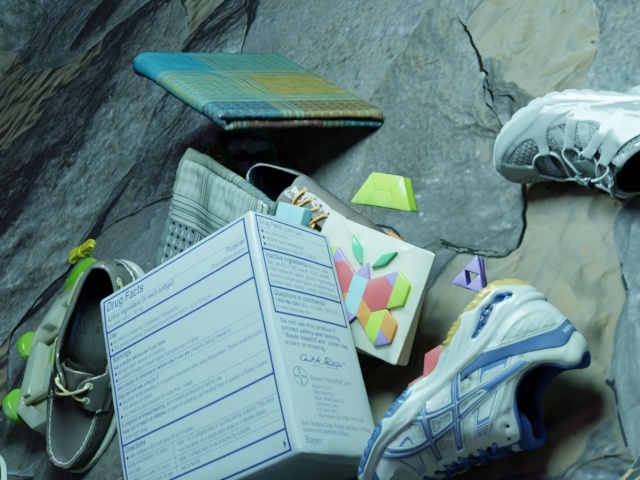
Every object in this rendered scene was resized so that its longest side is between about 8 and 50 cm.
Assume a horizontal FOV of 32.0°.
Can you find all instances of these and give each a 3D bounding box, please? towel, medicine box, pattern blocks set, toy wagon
[{"bbox_3d":[-0.106,-0.228,1.695,0.370,0.271,0.040,39,127,55],"label":"towel"},{"bbox_3d":[-0.100,0.156,1.289,0.263,0.149,0.289,-29,61,31],"label":"medicine box"},{"bbox_3d":[0.050,0.061,1.306,0.324,0.026,0.286,2,81,40],"label":"pattern blocks set"},{"bbox_3d":[-0.171,0.050,1.561,0.324,0.056,0.312,33,113,59],"label":"towel"},{"bbox_3d":[-0.395,0.148,1.834,0.267,0.068,0.345,-29,40,29],"label":"toy wagon"}]

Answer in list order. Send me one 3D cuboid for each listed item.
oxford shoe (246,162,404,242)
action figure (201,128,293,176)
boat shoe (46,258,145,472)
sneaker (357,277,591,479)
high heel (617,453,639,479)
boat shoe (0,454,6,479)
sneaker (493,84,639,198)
[{"bbox_3d":[0.000,0.000,1.443,0.130,0.132,0.363,-52,34,0],"label":"oxford shoe"},{"bbox_3d":[-0.132,-0.134,1.750,0.063,0.137,0.232,-32,18,-20],"label":"action figure"},{"bbox_3d":[-0.342,0.183,1.632,0.116,0.096,0.325,17,90,16],"label":"boat shoe"},{"bbox_3d":[0.150,0.186,1.121,0.131,0.111,0.297,40,107,30],"label":"sneaker"},{"bbox_3d":[0.250,0.207,0.991,0.186,0.093,0.261,12,78,47],"label":"high heel"},{"bbox_3d":[-0.560,0.403,1.775,0.109,0.091,0.305,-50,34,3],"label":"boat shoe"},{"bbox_3d":[0.301,-0.097,1.202,0.281,0.105,0.115,-12,51,44],"label":"sneaker"}]
